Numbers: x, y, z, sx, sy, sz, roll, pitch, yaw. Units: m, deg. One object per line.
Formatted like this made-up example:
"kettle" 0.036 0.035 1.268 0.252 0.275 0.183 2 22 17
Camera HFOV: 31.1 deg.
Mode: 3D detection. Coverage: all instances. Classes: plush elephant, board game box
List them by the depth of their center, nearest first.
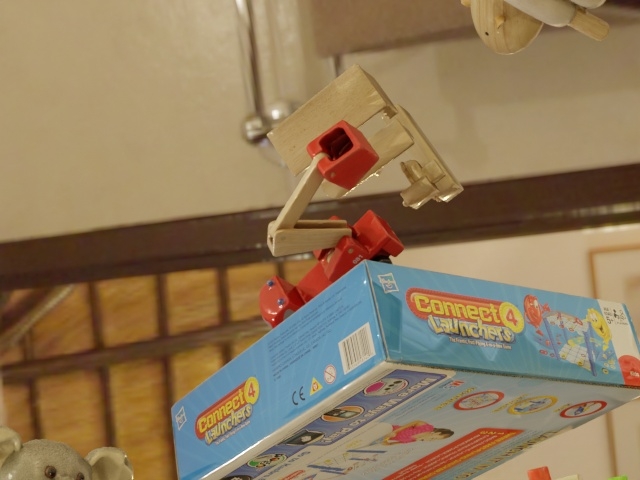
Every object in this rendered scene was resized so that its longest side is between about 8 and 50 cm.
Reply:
"board game box" 0.074 0.140 1.019 0.302 0.308 0.086 10 -124 -36
"plush elephant" -0.335 0.366 1.417 0.272 0.330 0.255 9 -84 -40

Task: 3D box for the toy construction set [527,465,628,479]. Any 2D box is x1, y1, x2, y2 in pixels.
"toy construction set" 0.375 0.433 1.483 0.151 0.215 0.327 -19 -94 -54

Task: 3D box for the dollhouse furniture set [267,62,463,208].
"dollhouse furniture set" 0.053 -0.085 1.260 0.144 0.123 0.151 56 -167 15

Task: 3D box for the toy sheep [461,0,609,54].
"toy sheep" 0.114 -0.148 0.541 0.132 0.091 0.091 -62 -15 17

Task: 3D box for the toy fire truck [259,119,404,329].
"toy fire truck" 0.000 0.000 1.020 0.135 0.192 0.047 34 -163 -40
